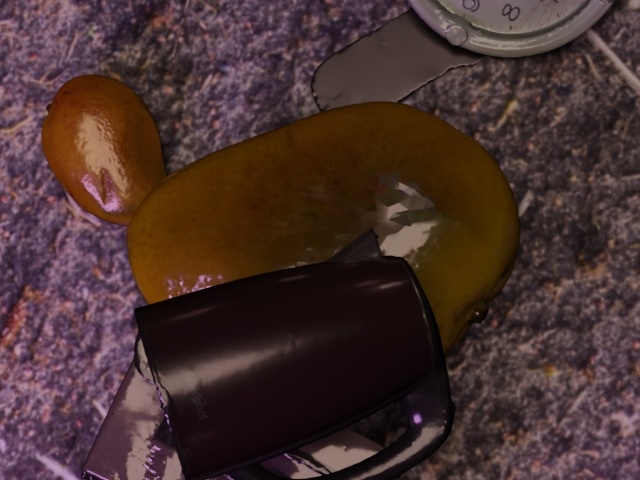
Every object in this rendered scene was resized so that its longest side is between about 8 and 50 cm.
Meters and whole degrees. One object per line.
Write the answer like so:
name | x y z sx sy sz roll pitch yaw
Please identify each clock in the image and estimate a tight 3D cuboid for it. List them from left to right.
clock | 0.185 -0.295 1.382 0.236 0.053 0.237 5 112 11

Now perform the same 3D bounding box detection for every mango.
mango | -0.215 -0.086 1.423 0.115 0.089 0.165 -14 80 -4
mango | 0.000 0.000 1.314 0.364 0.182 0.253 -1 75 3

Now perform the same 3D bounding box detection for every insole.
insole | 0.137 -0.213 1.436 0.322 0.007 0.109 -30 75 2

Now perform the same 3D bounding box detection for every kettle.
kettle | -0.013 0.112 1.150 0.232 0.144 0.202 -17 89 -6

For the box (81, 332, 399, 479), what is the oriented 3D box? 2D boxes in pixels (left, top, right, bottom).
box | -0.070 0.205 1.292 0.252 0.188 0.153 26 81 10
